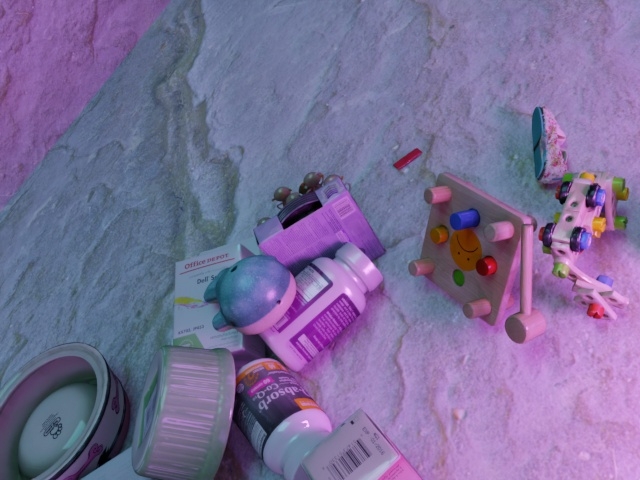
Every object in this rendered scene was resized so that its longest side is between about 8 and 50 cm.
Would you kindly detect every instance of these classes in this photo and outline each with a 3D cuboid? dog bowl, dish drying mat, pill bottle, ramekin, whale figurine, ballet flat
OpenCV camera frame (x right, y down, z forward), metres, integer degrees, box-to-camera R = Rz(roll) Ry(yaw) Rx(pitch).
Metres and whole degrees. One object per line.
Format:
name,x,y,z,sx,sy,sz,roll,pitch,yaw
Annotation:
dog bowl,-0.663,0.471,1.661,0.407,0.150,0.408,-17,45,17
dish drying mat,0.243,-0.228,1.831,0.083,0.008,0.032,-37,42,-1
pill bottle,-0.075,0.384,1.369,0.162,0.162,0.278,-43,44,-9
pill bottle,-0.003,0.148,1.531,0.301,0.169,0.169,-41,43,-7
ramekin,-0.301,0.371,1.412,0.303,0.148,0.304,-165,90,-70
whale figurine,-0.180,0.102,1.468,0.272,0.141,0.216,12,56,51
ballet flat,0.561,-0.229,1.601,0.077,0.091,0.241,9,57,0

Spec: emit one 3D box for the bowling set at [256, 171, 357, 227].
bowling set,-0.058,-0.117,1.809,0.287,0.154,0.200,-28,43,6

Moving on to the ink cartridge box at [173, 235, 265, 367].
ink cartridge box,-0.259,0.143,1.669,0.207,0.119,0.354,-16,60,19

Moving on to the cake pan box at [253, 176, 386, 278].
cake pan box,0.000,0.000,1.589,0.245,0.267,0.070,-33,45,5

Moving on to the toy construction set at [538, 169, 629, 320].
toy construction set,0.536,-0.008,1.321,0.151,0.215,0.328,-3,55,29

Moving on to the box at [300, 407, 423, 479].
box,0.092,0.433,1.171,0.148,0.232,0.127,-40,43,-6

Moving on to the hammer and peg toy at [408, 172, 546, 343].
hammer and peg toy,0.348,0.033,1.356,0.127,0.266,0.361,-10,31,-31

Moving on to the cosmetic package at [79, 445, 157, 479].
cosmetic package,-0.490,0.659,1.426,0.377,0.097,0.284,-33,41,2
